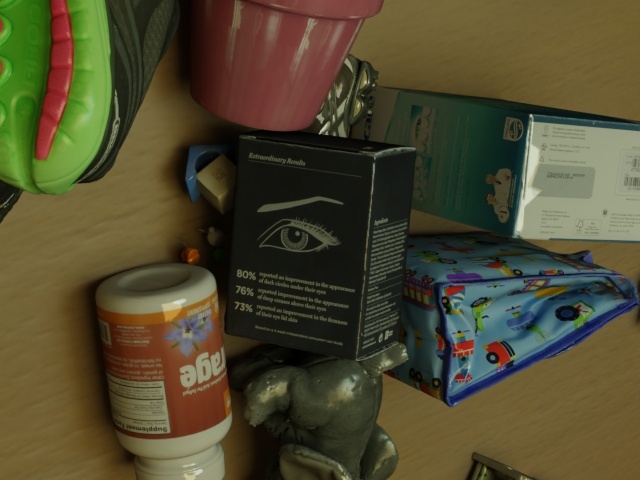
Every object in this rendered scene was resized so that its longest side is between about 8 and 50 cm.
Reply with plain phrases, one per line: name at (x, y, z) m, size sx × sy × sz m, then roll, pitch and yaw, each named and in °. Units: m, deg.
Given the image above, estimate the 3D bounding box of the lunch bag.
lunch bag at (0.184, 0.051, 1.621) m, size 0.293 × 0.221 × 0.138 m, roll -16°, pitch 109°, yaw -30°

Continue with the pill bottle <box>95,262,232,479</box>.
pill bottle at (-0.152, 0.140, 1.480) m, size 0.121 × 0.121 × 0.216 m, roll -16°, pitch 110°, yaw -30°

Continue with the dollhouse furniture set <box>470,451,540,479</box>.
dollhouse furniture set at (0.237, 0.378, 1.803) m, size 0.161 × 0.101 × 0.182 m, roll 26°, pitch 86°, yaw -35°

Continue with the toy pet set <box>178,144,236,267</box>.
toy pet set at (-0.111, -0.042, 1.518) m, size 0.122 × 0.065 × 0.114 m, roll -40°, pitch 154°, yaw -17°

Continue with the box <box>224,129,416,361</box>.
box at (0.000, 0.000, 1.463) m, size 0.108 × 0.153 × 0.207 m, roll -14°, pitch 112°, yaw -63°

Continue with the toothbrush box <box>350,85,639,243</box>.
toothbrush box at (0.197, -0.083, 1.555) m, size 0.216 × 0.295 × 0.126 m, roll 2°, pitch 99°, yaw -33°

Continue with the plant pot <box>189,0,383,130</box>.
plant pot at (-0.046, -0.213, 1.439) m, size 0.201 × 0.201 × 0.180 m, roll -2°, pitch 117°, yaw -33°

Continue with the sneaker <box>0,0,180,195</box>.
sneaker at (-0.217, -0.274, 1.336) m, size 0.202 × 0.185 × 0.483 m, roll 50°, pitch 51°, yaw -77°

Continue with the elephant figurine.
elephant figurine at (0.000, 0.230, 1.570) m, size 0.169 × 0.186 × 0.239 m, roll -16°, pitch 101°, yaw -22°

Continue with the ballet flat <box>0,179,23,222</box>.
ballet flat at (-0.330, -0.015, 1.382) m, size 0.173 × 0.057 × 0.049 m, roll -54°, pitch 164°, yaw -11°

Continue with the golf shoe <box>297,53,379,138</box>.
golf shoe at (-0.006, -0.103, 1.559) m, size 0.094 × 0.077 × 0.198 m, roll 12°, pitch 87°, yaw -24°
